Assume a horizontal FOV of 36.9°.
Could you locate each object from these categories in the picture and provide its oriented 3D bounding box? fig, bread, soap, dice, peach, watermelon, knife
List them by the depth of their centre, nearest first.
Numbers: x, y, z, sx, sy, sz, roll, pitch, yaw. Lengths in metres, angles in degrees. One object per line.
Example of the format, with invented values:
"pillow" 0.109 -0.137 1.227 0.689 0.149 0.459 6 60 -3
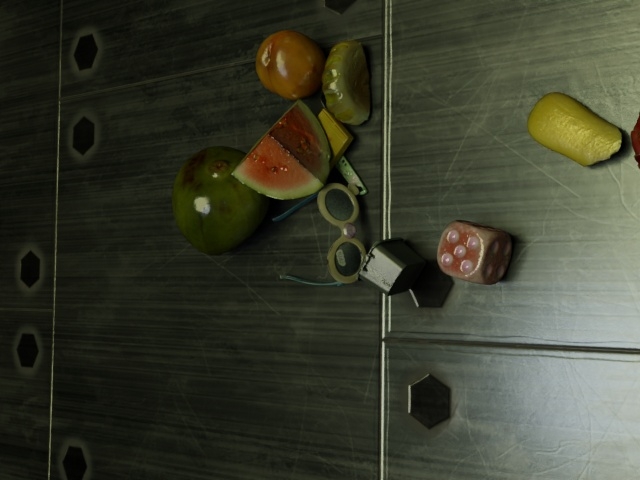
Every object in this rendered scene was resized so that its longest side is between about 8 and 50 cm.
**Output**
"soap" 0.400 -0.170 1.518 0.168 0.033 0.089 43 115 33
"dice" 0.254 0.019 1.586 0.094 0.093 0.091 21 101 38
"bread" 0.041 -0.289 1.785 0.083 0.094 0.157 -7 102 33
"watermelon" -0.059 -0.173 1.804 0.193 0.145 0.137 9 129 20
"knife" 0.030 -0.162 1.833 0.030 0.014 0.207 -49 61 27
"peach" -0.059 -0.340 1.845 0.138 0.138 0.138 -3 85 39
"fig" -0.196 -0.069 1.918 0.203 0.203 0.225 38 146 34

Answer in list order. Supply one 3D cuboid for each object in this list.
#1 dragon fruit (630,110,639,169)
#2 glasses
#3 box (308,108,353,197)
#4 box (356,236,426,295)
"dragon fruit" 0.509 -0.149 1.375 0.133 0.136 0.166 125 145 -74
"glasses" -0.022 0.001 1.812 0.220 0.088 0.189 -14 82 39
"box" -0.006 -0.167 1.840 0.155 0.023 0.087 -54 57 29
"box" 0.126 0.047 1.677 0.069 0.122 0.084 36 111 22
